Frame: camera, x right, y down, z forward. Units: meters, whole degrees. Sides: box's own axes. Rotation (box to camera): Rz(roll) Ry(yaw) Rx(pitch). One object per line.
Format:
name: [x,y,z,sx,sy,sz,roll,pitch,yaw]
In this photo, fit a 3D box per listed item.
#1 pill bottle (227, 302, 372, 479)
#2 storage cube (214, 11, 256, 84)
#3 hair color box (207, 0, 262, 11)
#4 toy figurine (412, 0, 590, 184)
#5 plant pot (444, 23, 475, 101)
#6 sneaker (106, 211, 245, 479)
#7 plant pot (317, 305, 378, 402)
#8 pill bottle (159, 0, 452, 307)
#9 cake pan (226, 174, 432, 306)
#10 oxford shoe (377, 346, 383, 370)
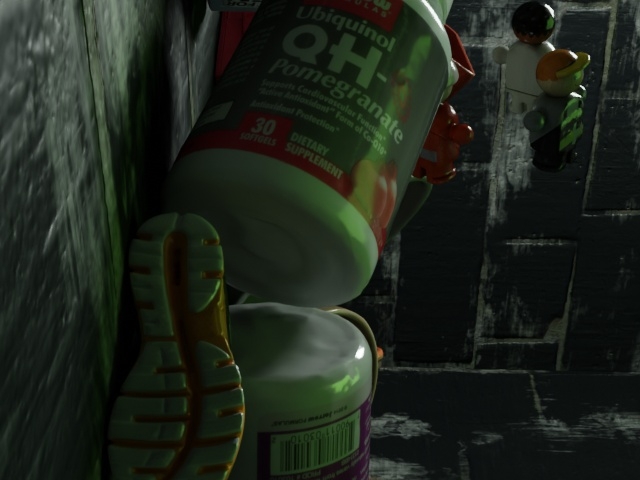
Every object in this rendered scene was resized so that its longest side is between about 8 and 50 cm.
pill bottle: [-0.045,0.216,0.830,0.169,0.169,0.301,-85,177,-71]
storage cube: [-0.016,-0.199,1.225,0.215,0.193,0.183,87,4,-56]
hair color box: [-0.061,-0.361,0.877,0.374,0.114,0.185,89,3,-77]
toy figurine: [0.180,-0.175,1.117,0.213,0.210,0.148,-88,172,-56]
plant pot: [0.032,-0.255,1.467,0.235,0.267,0.267,-51,-167,20]
sneaker: [-0.091,0.091,0.678,0.083,0.084,0.215,99,-7,-62]
plant pot: [-0.041,0.185,1.291,0.237,0.110,0.237,-24,123,-44]
pill bottle: [0.007,-0.118,0.851,0.176,0.176,0.318,89,21,-58]
cake pan: [0.000,0.000,1.194,0.054,0.293,0.293,54,-9,14]
oxford shoe: [0.004,0.221,1.491,0.271,0.097,0.098,-28,-101,47]
